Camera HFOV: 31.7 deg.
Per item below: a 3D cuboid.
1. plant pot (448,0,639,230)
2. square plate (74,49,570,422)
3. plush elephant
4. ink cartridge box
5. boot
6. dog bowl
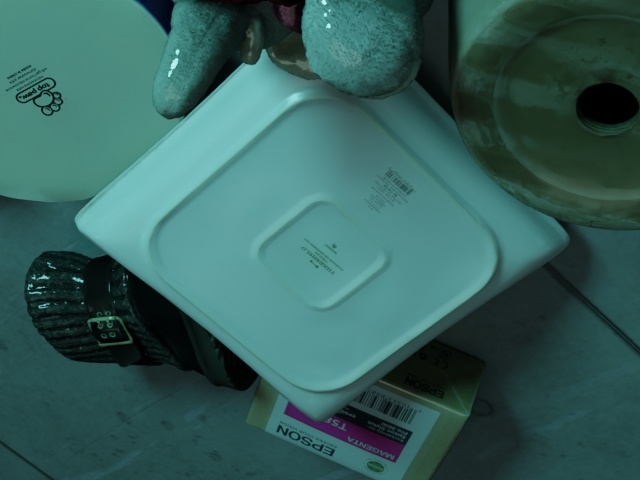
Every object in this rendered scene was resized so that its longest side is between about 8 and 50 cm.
[{"bbox_3d":[0.213,-0.164,0.755,0.323,0.280,0.323,13,137,12],"label":"plant pot"},{"bbox_3d":[0.000,0.000,1.064,0.344,0.049,0.347,-38,113,24],"label":"square plate"},{"bbox_3d":[-0.058,-0.206,0.809,0.272,0.330,0.255,26,141,-5],"label":"plush elephant"},{"bbox_3d":[0.047,0.180,1.314,0.234,0.088,0.193,22,136,3],"label":"ink cartridge box"},{"bbox_3d":[-0.215,0.023,1.251,0.260,0.131,0.348,10,129,25],"label":"boot"},{"bbox_3d":[-0.252,-0.164,1.031,0.265,0.104,0.265,-4,134,-4],"label":"dog bowl"}]
